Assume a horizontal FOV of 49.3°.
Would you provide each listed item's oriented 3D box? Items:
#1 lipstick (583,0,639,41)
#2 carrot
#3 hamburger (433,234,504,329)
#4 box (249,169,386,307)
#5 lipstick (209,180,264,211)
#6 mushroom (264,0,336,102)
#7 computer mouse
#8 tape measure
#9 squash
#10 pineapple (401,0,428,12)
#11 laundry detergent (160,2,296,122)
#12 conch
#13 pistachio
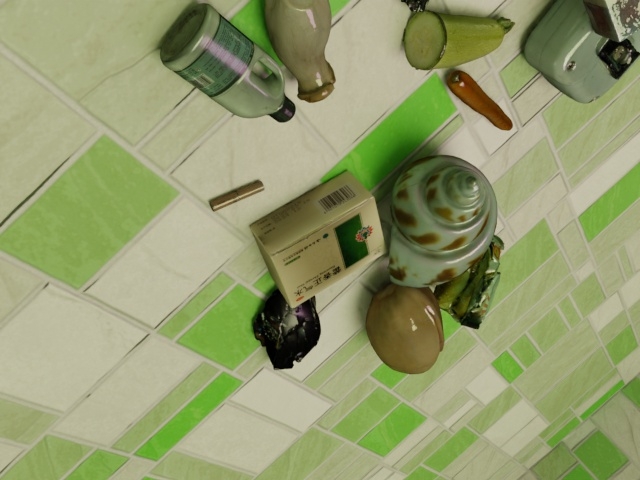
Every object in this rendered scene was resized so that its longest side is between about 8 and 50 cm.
[{"bbox_3d":[0.413,-0.482,1.066,0.080,0.076,0.371,-35,122,6],"label":"lipstick"},{"bbox_3d":[0.304,-0.255,1.306,0.248,0.043,0.043,22,111,-48],"label":"carrot"},{"bbox_3d":[0.326,0.080,1.523,0.235,0.125,0.214,-54,161,-55],"label":"hamburger"},{"bbox_3d":[0.000,0.000,1.268,0.212,0.095,0.168,-31,142,-10],"label":"box"},{"bbox_3d":[-0.137,-0.073,1.150,0.094,0.019,0.019,-25,138,-17],"label":"lipstick"},{"bbox_3d":[-0.024,-0.288,0.978,0.088,0.097,0.212,-37,142,-20],"label":"mushroom"},{"bbox_3d":[-0.057,0.185,1.409,0.147,0.077,0.241,-23,138,-17],"label":"computer mouse"},{"bbox_3d":[0.512,-0.385,1.281,0.246,0.125,0.243,20,113,-46],"label":"tape measure"},{"bbox_3d":[0.245,-0.342,1.156,0.224,0.094,0.094,-18,136,-33],"label":"squash"},{"bbox_3d":[0.189,-0.412,1.054,0.159,0.074,0.074,-40,141,11],"label":"pineapple"},{"bbox_3d":[-0.113,-0.231,0.982,0.099,0.070,0.226,-53,138,7],"label":"laundry detergent"},{"bbox_3d":[0.221,-0.035,1.302,0.249,0.197,0.368,-61,154,-12],"label":"conch"},{"bbox_3d":[0.190,0.186,1.522,0.162,0.182,0.292,-46,148,-30],"label":"pistachio"}]
